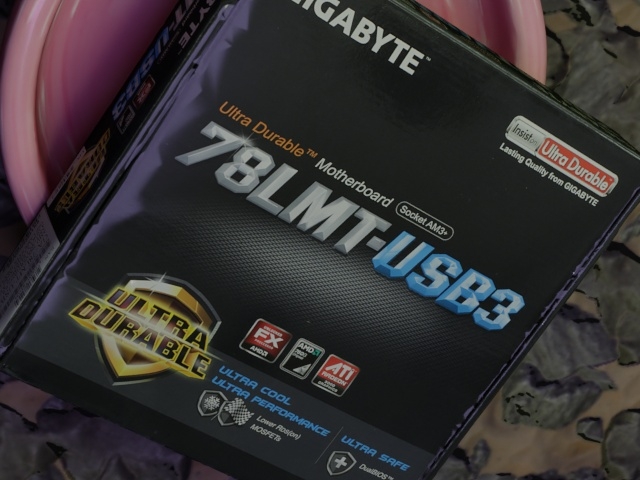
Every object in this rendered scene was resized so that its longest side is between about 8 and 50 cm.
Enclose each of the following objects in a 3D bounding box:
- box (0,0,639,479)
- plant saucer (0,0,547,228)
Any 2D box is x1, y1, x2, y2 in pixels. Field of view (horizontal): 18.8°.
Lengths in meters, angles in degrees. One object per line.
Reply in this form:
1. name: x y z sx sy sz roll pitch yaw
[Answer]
1. box: 0.000 0.000 1.126 0.295 0.073 0.293 30 104 -28
2. plant saucer: -0.032 -0.096 1.156 0.332 0.084 0.332 -8 117 -15
